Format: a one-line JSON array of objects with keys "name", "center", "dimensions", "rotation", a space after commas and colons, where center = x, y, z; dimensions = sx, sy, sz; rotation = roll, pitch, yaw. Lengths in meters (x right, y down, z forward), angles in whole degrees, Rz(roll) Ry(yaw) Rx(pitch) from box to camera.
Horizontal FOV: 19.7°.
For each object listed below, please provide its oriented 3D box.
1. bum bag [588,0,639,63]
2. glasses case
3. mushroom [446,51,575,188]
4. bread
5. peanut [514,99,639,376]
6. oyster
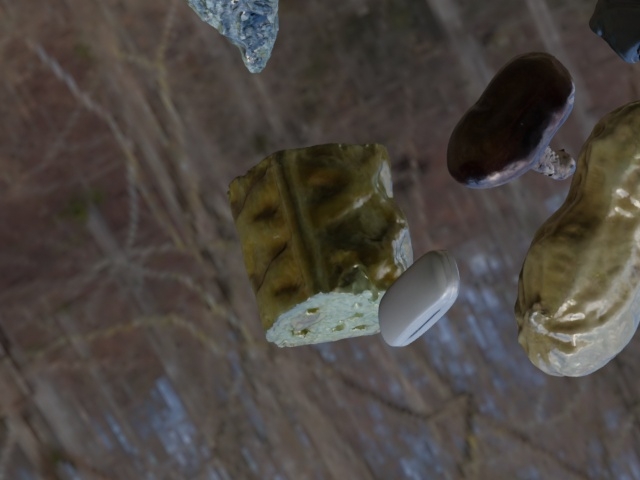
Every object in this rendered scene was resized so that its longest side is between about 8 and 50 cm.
[{"name": "bum bag", "center": [0.464, -0.275, 2.305], "dimensions": [0.079, 0.142, 0.326], "rotation": [-32, -157, -34]}, {"name": "glasses case", "center": [0.108, 0.065, 2.059], "dimensions": [0.041, 0.063, 0.164], "rotation": [-2, 154, -27]}, {"name": "mushroom", "center": [0.299, -0.130, 2.650], "dimensions": [0.227, 0.217, 0.148], "rotation": [-47, -133, -5]}, {"name": "bread", "center": [0.006, -0.001, 2.459], "dimensions": [0.238, 0.196, 0.252], "rotation": [-29, -119, 45]}, {"name": "peanut", "center": [0.309, -0.006, 2.019], "dimensions": [0.140, 0.153, 0.325], "rotation": [36, -70, 58]}, {"name": "oyster", "center": [-0.134, -0.314, 2.145], "dimensions": [0.252, 0.199, 0.087], "rotation": [106, 10, -68]}]
